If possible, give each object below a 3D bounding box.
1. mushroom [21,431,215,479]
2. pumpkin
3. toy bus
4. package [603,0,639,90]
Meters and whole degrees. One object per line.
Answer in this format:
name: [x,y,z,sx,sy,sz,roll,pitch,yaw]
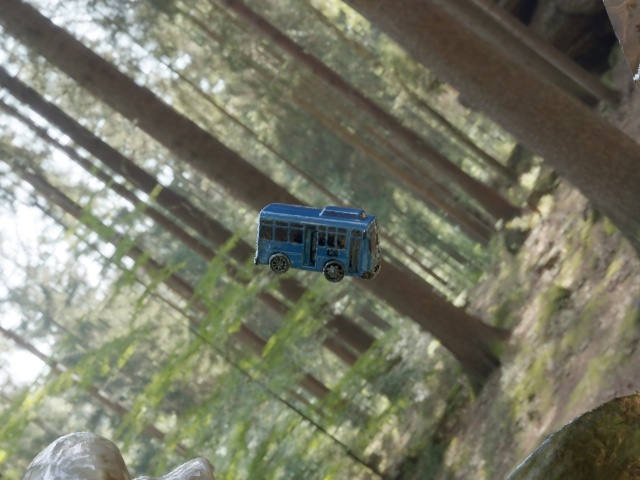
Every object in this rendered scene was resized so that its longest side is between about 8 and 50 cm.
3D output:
mushroom: [-0.214,0.318,0.969,0.243,0.243,0.243,-54,1,2]
pumpkin: [0.323,0.259,0.911,0.312,0.148,0.169,-29,-40,-12]
toy bus: [0.000,0.000,1.355,0.090,0.184,0.106,-43,-41,-72]
package: [0.272,-0.180,0.534,0.204,0.251,0.062,-21,38,26]
